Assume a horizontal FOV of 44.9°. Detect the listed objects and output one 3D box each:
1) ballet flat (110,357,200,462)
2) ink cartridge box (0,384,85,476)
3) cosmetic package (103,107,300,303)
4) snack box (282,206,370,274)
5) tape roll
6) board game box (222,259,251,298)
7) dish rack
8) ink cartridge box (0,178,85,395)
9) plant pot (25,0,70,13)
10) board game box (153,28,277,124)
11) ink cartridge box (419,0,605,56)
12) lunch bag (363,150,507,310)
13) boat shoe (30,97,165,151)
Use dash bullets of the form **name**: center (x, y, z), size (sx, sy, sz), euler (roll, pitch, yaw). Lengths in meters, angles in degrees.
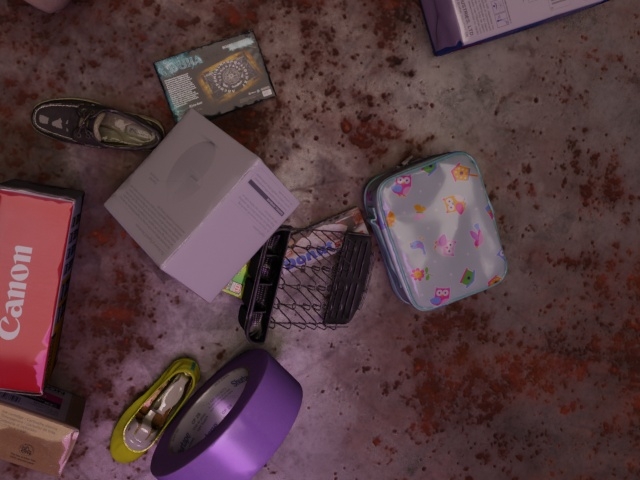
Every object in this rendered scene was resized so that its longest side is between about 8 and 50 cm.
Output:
- **ballet flat**: center (-0.298, 0.309, 1.384), size (0.077, 0.077, 0.231), euler (39, 88, -15)
- **ink cartridge box**: center (-0.515, 0.283, 1.272), size (0.234, 0.193, 0.088), euler (24, 89, -15)
- **cosmetic package**: center (-0.197, -0.059, 1.272), size (0.225, 0.224, 0.138), euler (-47, 138, -4)
- **snack box**: center (0.000, 0.000, 1.442), size (0.178, 0.022, 0.064), euler (-24, 103, -9)
- **tape roll**: center (-0.159, 0.315, 1.315), size (0.275, 0.275, 0.090), euler (-44, 105, -4)
- **board game box**: center (-0.129, 0.005, 1.377), size (0.043, 0.092, 0.181), euler (23, 91, -14)
- **dish rack**: center (-0.012, 0.074, 1.377), size (0.271, 0.074, 0.208), euler (5, 107, -35)
- **ink cartridge box**: center (-0.467, 0.071, 1.217), size (0.130, 0.272, 0.309), euler (10, 95, -14)
- **plant pot**: center (-0.407, -0.528, 1.156), size (0.334, 0.334, 0.305), euler (37, 99, -14)
- **board game box**: center (-0.185, -0.283, 1.363), size (0.186, 0.026, 0.126), euler (-21, 101, -9)
- **ink cartridge box**: center (0.370, -0.523, 1.395), size (0.395, 0.151, 0.270), euler (-20, 101, -8)
- **lunch bag**: center (0.207, -0.022, 1.443), size (0.224, 0.108, 0.279), euler (-21, 100, -7)
- **boat shoe**: center (-0.374, -0.195, 1.307), size (0.223, 0.073, 0.080), euler (10, 95, -14)
